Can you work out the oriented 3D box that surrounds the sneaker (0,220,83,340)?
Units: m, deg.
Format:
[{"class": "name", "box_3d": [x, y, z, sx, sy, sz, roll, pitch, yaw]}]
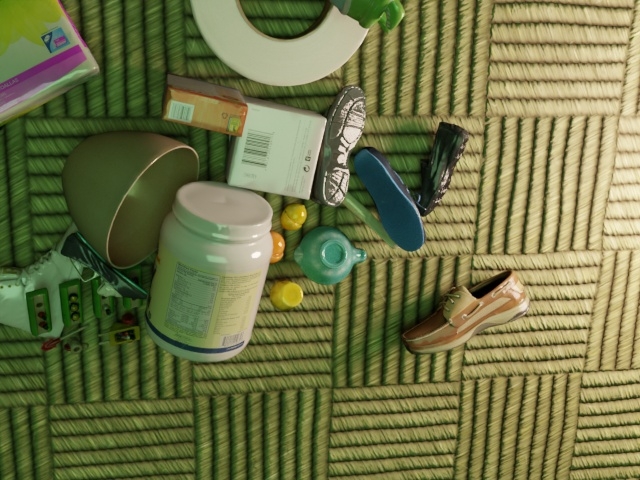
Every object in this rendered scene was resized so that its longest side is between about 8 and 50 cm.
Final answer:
[{"class": "sneaker", "box_3d": [-0.599, 0.068, 1.756, 0.169, 0.108, 0.292, 18, 105, -19]}]

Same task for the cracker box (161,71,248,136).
[{"class": "cracker box", "box_3d": [-0.235, -0.273, 1.646, 0.156, 0.232, 0.067, 11, 106, -14]}]

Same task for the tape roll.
[{"class": "tape roll", "box_3d": [-0.076, -0.514, 1.686, 0.392, 0.072, 0.392, -3, 109, -9]}]

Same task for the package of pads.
[{"class": "package of pads", "box_3d": [-0.610, -0.356, 1.577, 0.296, 0.101, 0.229, -31, 96, -10]}]

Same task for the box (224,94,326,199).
[{"class": "box", "box_3d": [-0.099, -0.198, 1.756, 0.182, 0.119, 0.181, 9, 106, -14]}]

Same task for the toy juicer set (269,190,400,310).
[{"class": "toy juicer set", "box_3d": [0.000, 0.000, 1.867, 0.329, 0.089, 0.209, -29, 94, -18]}]

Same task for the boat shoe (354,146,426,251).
[{"class": "boat shoe", "box_3d": [0.170, -0.101, 1.845, 0.109, 0.089, 0.258, -17, 108, 24]}]

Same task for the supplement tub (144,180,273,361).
[{"class": "supplement tub", "box_3d": [-0.231, 0.063, 1.728, 0.235, 0.235, 0.325, 9, 117, -13]}]

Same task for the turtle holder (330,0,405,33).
[{"class": "turtle holder", "box_3d": [0.087, -0.522, 1.511, 0.227, 0.320, 0.243, 33, 115, -6]}]

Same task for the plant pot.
[{"class": "plant pot", "box_3d": [-0.407, -0.112, 1.671, 0.191, 0.284, 0.284, 32, 101, 13]}]

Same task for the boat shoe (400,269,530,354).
[{"class": "boat shoe", "box_3d": [0.337, 0.164, 1.965, 0.324, 0.122, 0.120, -23, 105, -11]}]

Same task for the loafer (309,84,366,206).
[{"class": "loafer", "box_3d": [0.024, -0.208, 1.794, 0.096, 0.084, 0.267, 14, 88, -37]}]

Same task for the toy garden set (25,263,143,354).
[{"class": "toy garden set", "box_3d": [-0.492, 0.170, 1.771, 0.244, 0.049, 0.204, -16, 133, -28]}]

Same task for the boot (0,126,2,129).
[{"class": "boot", "box_3d": [-0.687, -0.284, 1.651, 0.137, 0.077, 0.198, 36, 85, -14]}]

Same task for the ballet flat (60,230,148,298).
[{"class": "ballet flat", "box_3d": [-0.450, 0.069, 1.698, 0.203, 0.074, 0.074, 44, 96, -14]}]

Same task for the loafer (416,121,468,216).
[{"class": "loafer", "box_3d": [0.260, -0.161, 1.868, 0.078, 0.076, 0.223, 28, 111, 19]}]
